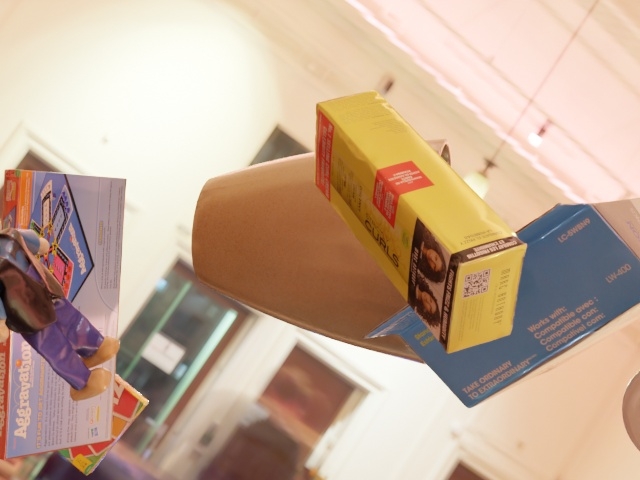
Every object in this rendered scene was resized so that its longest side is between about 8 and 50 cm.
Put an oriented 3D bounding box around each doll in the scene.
[{"bbox_3d":[-0.234,0.042,0.947,0.189,0.046,0.129,57,23,-34],"label":"doll"}]

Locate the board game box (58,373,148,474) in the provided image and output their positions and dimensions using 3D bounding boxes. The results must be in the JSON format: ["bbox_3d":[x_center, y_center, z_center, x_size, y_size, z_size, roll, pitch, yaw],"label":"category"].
[{"bbox_3d":[-0.367,0.180,1.551,0.259,0.124,0.039,39,1,4],"label":"board game box"}]

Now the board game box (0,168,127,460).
[{"bbox_3d":[-0.263,0.072,1.188,0.027,0.281,0.145,5,2,34],"label":"board game box"}]

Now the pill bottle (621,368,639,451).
[{"bbox_3d":[0.368,0.137,1.118,0.112,0.112,0.187,31,28,21],"label":"pill bottle"}]

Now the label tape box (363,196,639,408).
[{"bbox_3d":[0.231,0.061,1.168,0.334,0.241,0.106,-8,64,-58],"label":"label tape box"}]

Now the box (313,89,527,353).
[{"bbox_3d":[0.068,-0.022,0.895,0.232,0.058,0.087,-125,-151,-45],"label":"box"}]

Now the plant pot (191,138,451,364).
[{"bbox_3d":[0.000,0.000,1.350,0.274,0.256,0.256,6,-15,11],"label":"plant pot"}]
